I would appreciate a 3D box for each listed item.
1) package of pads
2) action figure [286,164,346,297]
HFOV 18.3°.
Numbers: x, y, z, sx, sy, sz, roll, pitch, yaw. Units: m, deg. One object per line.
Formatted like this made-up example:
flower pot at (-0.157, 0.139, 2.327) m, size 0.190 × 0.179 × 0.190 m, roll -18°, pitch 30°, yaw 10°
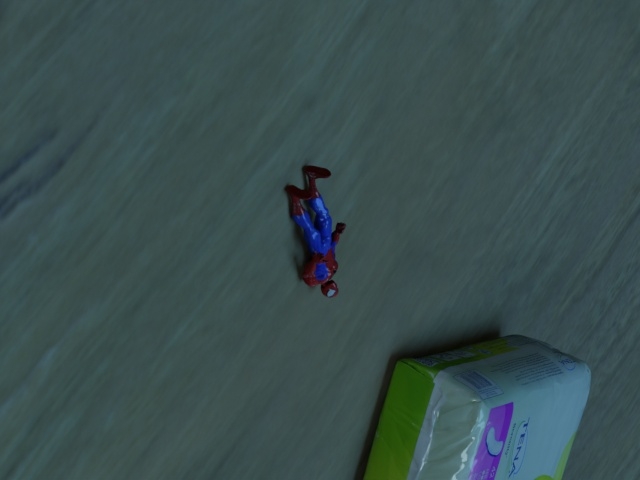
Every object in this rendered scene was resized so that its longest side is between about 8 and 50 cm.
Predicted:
package of pads at (0.116, 0.234, 1.686) m, size 0.229 × 0.101 × 0.296 m, roll -9°, pitch 118°, yaw -59°
action figure at (0.000, 0.000, 1.382) m, size 0.038 × 0.030 × 0.115 m, roll -55°, pitch 153°, yaw -33°
